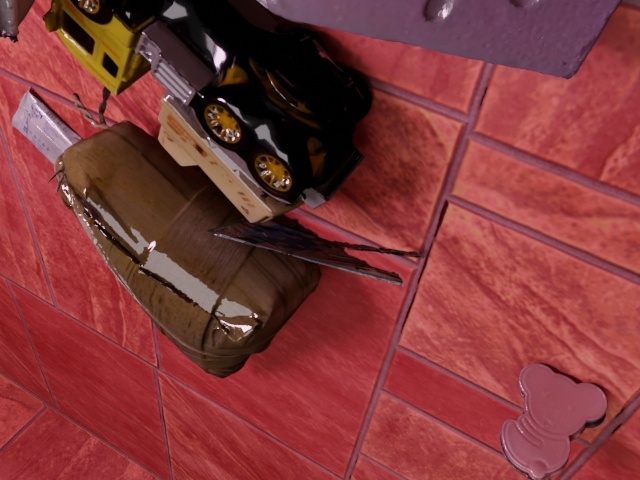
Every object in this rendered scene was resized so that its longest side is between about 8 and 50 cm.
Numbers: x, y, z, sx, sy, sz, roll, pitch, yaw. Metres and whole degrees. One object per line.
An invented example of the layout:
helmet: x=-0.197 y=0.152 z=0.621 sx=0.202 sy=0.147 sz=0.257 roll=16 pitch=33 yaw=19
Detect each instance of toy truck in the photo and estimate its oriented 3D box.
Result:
toy truck: x=-0.137 y=-0.199 z=0.742 sx=0.405 sy=0.180 sz=0.254 roll=44 pitch=147 yaw=-10

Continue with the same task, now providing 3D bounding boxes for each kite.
kite: x=0.000 y=0.000 z=0.784 sx=0.335 sy=0.314 sz=0.011 roll=33 pitch=113 yaw=58

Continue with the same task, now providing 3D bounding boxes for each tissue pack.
tissue pack: x=-0.495 y=-0.183 z=1.130 sx=0.193 sy=0.026 sz=0.122 roll=45 pitch=138 yaw=-7

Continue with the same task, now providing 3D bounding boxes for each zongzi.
zongzi: x=-0.297 y=0.038 z=1.032 sx=0.500 sy=0.218 sz=0.467 roll=41 pitch=139 yaw=-1

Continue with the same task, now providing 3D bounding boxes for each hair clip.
hair clip: x=0.315 y=0.253 z=0.836 sx=0.123 sy=0.138 sz=0.102 roll=28 pitch=133 yaw=25

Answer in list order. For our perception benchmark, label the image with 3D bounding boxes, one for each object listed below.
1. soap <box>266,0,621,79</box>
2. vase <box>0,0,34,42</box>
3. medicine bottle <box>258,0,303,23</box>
soap: x=0.118 y=-0.286 z=0.426 sx=0.285 sy=0.107 sz=0.296 roll=7 pitch=135 yaw=-11
vase: x=-0.364 y=-0.440 z=0.566 sx=0.250 sy=0.250 sz=0.445 roll=25 pitch=113 yaw=16
medicine bottle: x=-0.001 y=-0.312 z=0.568 sx=0.135 sy=0.135 sz=0.168 roll=43 pitch=135 yaw=-4
